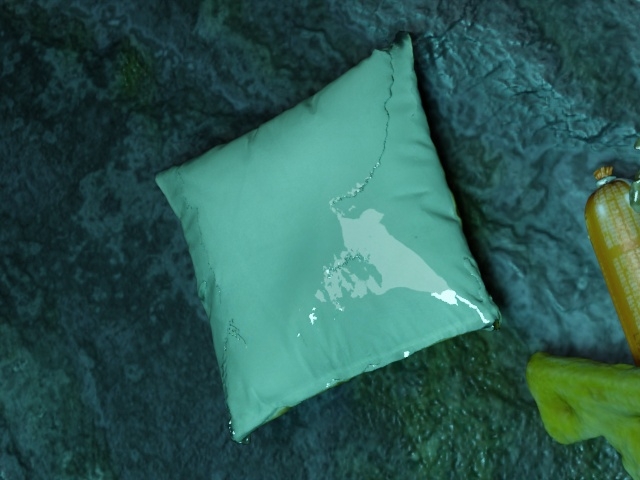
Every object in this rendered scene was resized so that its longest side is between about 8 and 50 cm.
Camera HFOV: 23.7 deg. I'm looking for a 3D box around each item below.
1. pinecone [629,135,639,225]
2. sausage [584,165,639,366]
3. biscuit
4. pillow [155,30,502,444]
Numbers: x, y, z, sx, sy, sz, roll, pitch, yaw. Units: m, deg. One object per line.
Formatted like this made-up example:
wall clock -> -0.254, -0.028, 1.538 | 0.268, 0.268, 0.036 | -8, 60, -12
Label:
pinecone -> 0.361, -0.050, 1.268 | 0.195, 0.150, 0.179 | 19, 79, 25
sausage -> 0.288, 0.040, 1.335 | 0.071, 0.071, 0.234 | -25, 70, 22
biscuit -> 0.261, 0.176, 1.317 | 0.183, 0.039, 0.174 | 10, 127, 54
pillow -> 0.000, 0.000, 1.468 | 0.310, 0.119, 0.312 | -28, 69, 24
